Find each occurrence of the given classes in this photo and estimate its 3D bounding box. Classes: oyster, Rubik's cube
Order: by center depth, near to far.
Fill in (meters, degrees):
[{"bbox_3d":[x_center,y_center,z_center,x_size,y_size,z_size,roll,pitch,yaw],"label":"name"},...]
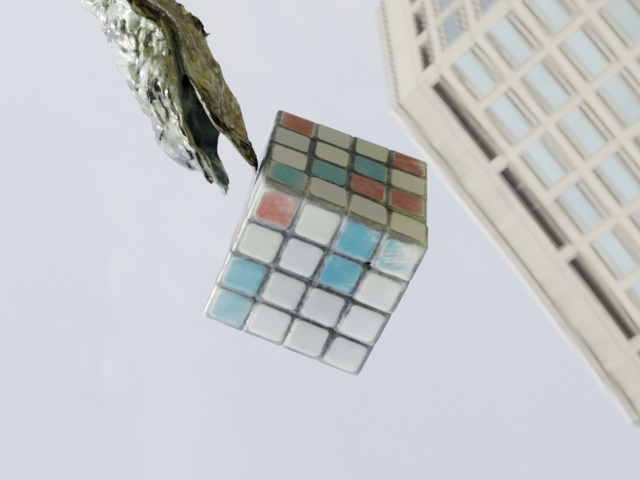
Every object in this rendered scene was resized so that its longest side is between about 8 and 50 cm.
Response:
[{"bbox_3d":[-0.201,-0.225,1.544,0.351,0.158,0.162,51,168,-15],"label":"oyster"},{"bbox_3d":[0.000,-0.001,1.684,0.258,0.256,0.253,21,-150,-4],"label":"Rubik's cube"}]
